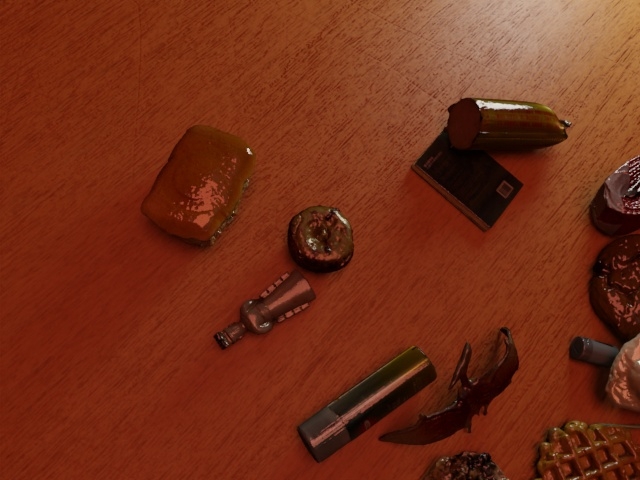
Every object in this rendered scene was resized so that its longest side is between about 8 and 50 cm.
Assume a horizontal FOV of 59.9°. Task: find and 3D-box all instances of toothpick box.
[{"bbox_3d":[0.588,0.240,1.194,0.083,0.052,0.052,15,71,-6],"label":"toothpick box"}]

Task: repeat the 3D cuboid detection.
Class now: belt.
[{"bbox_3d":[0.724,-0.100,1.286,0.201,0.124,0.128,-35,64,-12],"label":"belt"}]

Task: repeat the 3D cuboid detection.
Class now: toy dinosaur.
[{"bbox_3d":[0.266,0.296,1.096,0.206,0.113,0.327,33,90,-37],"label":"toy dinosaur"}]

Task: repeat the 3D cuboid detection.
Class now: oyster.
[{"bbox_3d":[0.286,0.516,1.047,0.214,0.083,0.223,39,77,6],"label":"oyster"}]

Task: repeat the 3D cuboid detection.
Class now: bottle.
[{"bbox_3d":[0.091,0.313,1.072,0.286,0.082,0.082,-30,80,-16],"label":"bottle"}]

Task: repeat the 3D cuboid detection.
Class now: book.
[{"bbox_3d":[0.342,-0.150,1.286,0.228,0.024,0.160,41,70,5],"label":"book"}]

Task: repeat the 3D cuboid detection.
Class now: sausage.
[{"bbox_3d":[0.456,-0.266,1.282,0.317,0.125,0.117,-3,108,-19],"label":"sausage"}]

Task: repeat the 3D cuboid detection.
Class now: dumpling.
[{"bbox_3d":[0.719,0.278,1.152,0.252,0.131,0.179,9,85,-5],"label":"dumpling"}]

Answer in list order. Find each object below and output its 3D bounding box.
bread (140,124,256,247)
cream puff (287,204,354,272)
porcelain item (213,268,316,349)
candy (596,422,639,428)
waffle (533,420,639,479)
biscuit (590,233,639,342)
[{"bbox_3d":[-0.240,-0.110,1.126,0.174,0.121,0.246,28,73,-2],"label":"bread"},{"bbox_3d":[0.000,0.000,1.152,0.149,0.084,0.149,4,70,-12],"label":"cream puff"},{"bbox_3d":[-0.113,0.145,1.103,0.213,0.054,0.084,-34,79,-18],"label":"porcelain item"},{"bbox_3d":[0.682,0.392,1.171,0.202,0.061,0.061,3,73,0],"label":"candy"},{"bbox_3d":[0.556,0.509,1.103,0.300,0.058,0.282,7,74,-7],"label":"waffle"},{"bbox_3d":[0.756,0.118,1.248,0.295,0.075,0.296,3,72,-9],"label":"biscuit"}]
